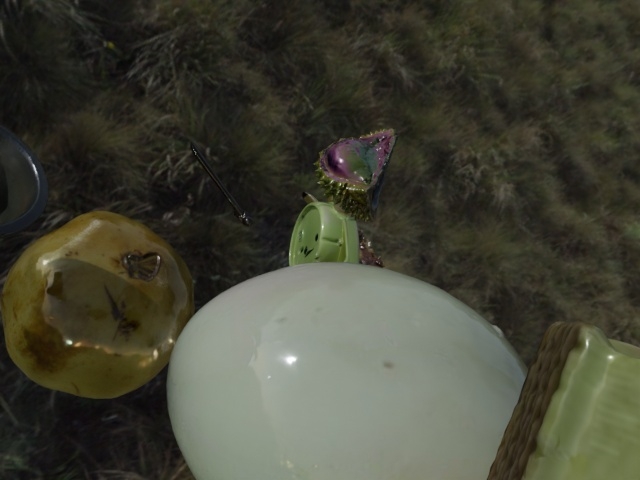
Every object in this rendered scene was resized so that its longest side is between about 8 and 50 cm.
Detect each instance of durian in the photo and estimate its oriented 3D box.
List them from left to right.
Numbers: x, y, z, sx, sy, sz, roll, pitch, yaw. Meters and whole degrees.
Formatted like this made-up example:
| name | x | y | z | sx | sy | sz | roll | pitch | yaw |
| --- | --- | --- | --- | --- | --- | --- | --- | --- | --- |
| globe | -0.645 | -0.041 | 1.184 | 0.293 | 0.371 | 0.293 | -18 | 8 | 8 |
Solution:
| name | x | y | z | sx | sy | sz | roll | pitch | yaw |
| --- | --- | --- | --- | --- | --- | --- | --- | --- | --- |
| durian | 0.046 | -0.101 | 0.949 | 0.108 | 0.119 | 0.187 | 17 | 46 | 9 |

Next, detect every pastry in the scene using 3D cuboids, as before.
| name | x | y | z | sx | sy | sz | roll | pitch | yaw |
| --- | --- | --- | --- | --- | --- | --- | --- | --- | --- |
| pastry | 0.066 | 0.099 | 1.991 | 0.236 | 0.170 | 0.256 | -17 | 58 | -25 |

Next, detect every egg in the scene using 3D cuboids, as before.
| name | x | y | z | sx | sy | sz | roll | pitch | yaw |
| --- | --- | --- | --- | --- | --- | --- | --- | --- | --- |
| egg | 0.027 | 0.158 | 0.569 | 0.345 | 0.283 | 0.283 | 25 | 45 | 1 |

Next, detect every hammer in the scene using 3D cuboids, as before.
| name | x | y | z | sx | sy | sz | roll | pitch | yaw |
| --- | --- | --- | --- | --- | --- | --- | --- | --- | --- |
| hammer | -0.176 | -0.097 | 1.067 | 0.021 | 0.065 | 0.178 | -39 | 117 | -8 |

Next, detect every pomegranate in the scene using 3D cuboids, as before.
| name | x | y | z | sx | sy | sz | roll | pitch | yaw |
| --- | --- | --- | --- | --- | --- | --- | --- | --- | --- |
| pomegranate | -0.399 | 0.119 | 1.124 | 0.332 | 0.332 | 0.332 | 24 | 51 | -33 |

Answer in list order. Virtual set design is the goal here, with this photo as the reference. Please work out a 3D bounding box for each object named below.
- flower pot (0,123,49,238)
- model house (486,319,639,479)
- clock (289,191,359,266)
| name | x | y | z | sx | sy | sz | roll | pitch | yaw |
| --- | --- | --- | --- | --- | --- | --- | --- | --- | --- |
| flower pot | -0.799 | -0.084 | 1.306 | 0.379 | 0.251 | 0.379 | 33 | 30 | -22 |
| model house | 0.224 | 0.191 | 0.308 | 0.321 | 0.266 | 0.261 | 21 | 89 | -28 |
| clock | 0.000 | 0.000 | 1.078 | 0.069 | 0.170 | 0.232 | 12 | 60 | -22 |
